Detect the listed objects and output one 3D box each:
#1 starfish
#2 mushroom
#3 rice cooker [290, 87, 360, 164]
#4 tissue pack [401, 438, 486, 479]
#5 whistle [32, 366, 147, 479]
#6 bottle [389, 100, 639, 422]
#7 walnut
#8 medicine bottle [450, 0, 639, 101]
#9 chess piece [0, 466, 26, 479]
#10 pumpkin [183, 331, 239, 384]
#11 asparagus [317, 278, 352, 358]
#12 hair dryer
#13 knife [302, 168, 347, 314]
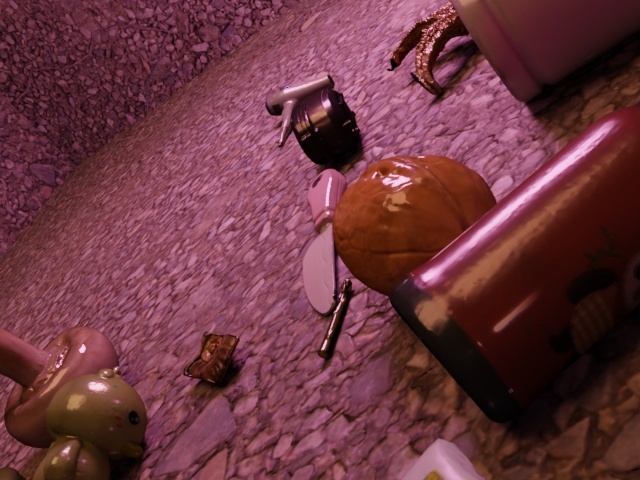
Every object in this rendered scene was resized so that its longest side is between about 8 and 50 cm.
[{"bbox_3d":[0.248,-0.371,1.294,0.303,0.113,0.312,-45,13,-14],"label":"starfish"},{"bbox_3d":[-0.433,0.211,1.213,0.207,0.215,0.207,-34,31,25],"label":"mushroom"},{"bbox_3d":[0.010,-0.201,1.361,0.106,0.112,0.165,-32,25,9],"label":"rice cooker"},{"bbox_3d":[0.026,0.314,0.335,0.388,0.162,0.287,-48,18,-7],"label":"tissue pack"},{"bbox_3d":[-0.300,0.297,1.001,0.141,0.141,0.294,-27,46,33],"label":"whistle"},{"bbox_3d":[0.222,-0.012,0.635,0.336,0.144,0.144,-42,23,0],"label":"bottle"},{"bbox_3d":[0.102,-0.014,0.823,0.165,0.165,0.197,-47,15,-11],"label":"walnut"},{"bbox_3d":[0.335,-0.343,0.958,0.325,0.212,0.212,-33,24,23],"label":"medicine bottle"},{"bbox_3d":[-0.569,0.338,1.127,0.139,0.272,0.139,-35,24,19],"label":"chess piece"},{"bbox_3d":[-0.143,0.164,1.063,0.101,0.035,0.073,3,61,55],"label":"pumpkin"},{"bbox_3d":[0.020,0.093,0.944,0.015,0.018,0.127,5,42,15],"label":"asparagus"},{"bbox_3d":[-0.040,-0.296,1.703,0.167,0.067,0.199,-31,35,12],"label":"hair dryer"},{"bbox_3d":[-0.002,0.002,1.114,0.081,0.043,0.336,-44,22,29],"label":"knife"}]
